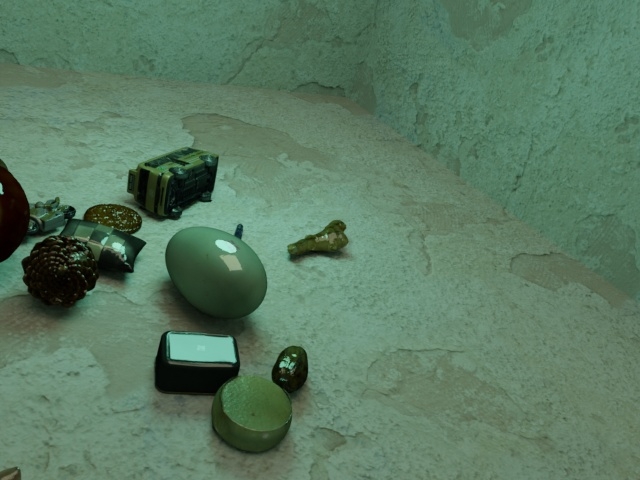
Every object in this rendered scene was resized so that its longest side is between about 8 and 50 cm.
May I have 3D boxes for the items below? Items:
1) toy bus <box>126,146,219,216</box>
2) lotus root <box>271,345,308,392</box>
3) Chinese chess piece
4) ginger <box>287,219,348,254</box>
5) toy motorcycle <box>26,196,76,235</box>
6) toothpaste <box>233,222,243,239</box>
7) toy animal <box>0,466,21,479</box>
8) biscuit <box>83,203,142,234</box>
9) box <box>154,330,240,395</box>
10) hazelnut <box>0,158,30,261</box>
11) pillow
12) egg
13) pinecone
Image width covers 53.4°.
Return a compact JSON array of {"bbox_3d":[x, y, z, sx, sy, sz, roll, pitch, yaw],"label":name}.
[{"bbox_3d":[-0.524,-0.222,2.317,0.201,0.177,0.365,20,24,14],"label":"toy bus"},{"bbox_3d":[-0.075,0.332,1.635,0.089,0.081,0.179,6,22,8],"label":"lotus root"},{"bbox_3d":[-0.158,0.398,1.471,0.188,0.083,0.188,16,27,-9],"label":"Chinese chess piece"},{"bbox_3d":[0.000,0.000,2.296,0.333,0.081,0.148,-20,44,-41],"label":"ginger"},{"bbox_3d":[-0.875,-0.078,1.954,0.152,0.073,0.225,21,28,14],"label":"toy motorcycle"},{"bbox_3d":[-0.290,-0.026,2.244,0.037,0.021,0.140,14,29,-7],"label":"toothpaste"},{"bbox_3d":[-0.501,0.507,1.013,0.248,0.149,0.165,37,16,13],"label":"toy animal"},{"bbox_3d":[-0.684,-0.073,2.101,0.187,0.027,0.188,14,27,-7],"label":"biscuit"},{"bbox_3d":[-0.301,0.297,1.563,0.200,0.090,0.145,8,29,-18],"label":"box"},{"bbox_3d":[-0.971,-0.087,1.636,0.409,0.360,0.359,7,28,-35],"label":"hazelnut"},{"bbox_3d":[-0.649,0.018,1.868,0.249,0.106,0.186,17,27,-8],"label":"pillow"},{"bbox_3d":[-0.305,0.083,1.807,0.370,0.230,0.229,30,30,35],"label":"egg"},{"bbox_3d":[-0.675,0.075,1.675,0.168,0.186,0.212,-7,8,4],"label":"pinecone"}]
